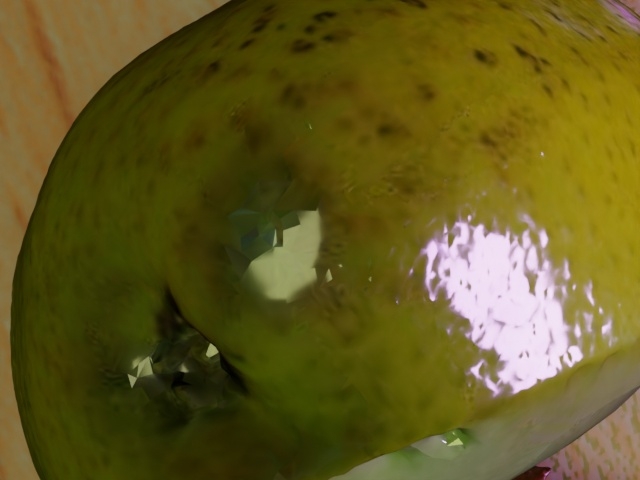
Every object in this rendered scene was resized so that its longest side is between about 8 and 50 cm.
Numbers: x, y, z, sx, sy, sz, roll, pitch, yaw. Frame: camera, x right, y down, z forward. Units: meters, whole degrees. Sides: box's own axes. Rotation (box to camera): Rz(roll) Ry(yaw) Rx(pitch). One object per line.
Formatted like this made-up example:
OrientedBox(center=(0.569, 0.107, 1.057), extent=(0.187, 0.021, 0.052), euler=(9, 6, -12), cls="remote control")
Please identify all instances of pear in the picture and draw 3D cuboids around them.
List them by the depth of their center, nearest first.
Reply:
OrientedBox(center=(0.000, 0.000, 0.770), extent=(0.342, 0.318, 0.239), euler=(-24, 86, 9), cls="pear")

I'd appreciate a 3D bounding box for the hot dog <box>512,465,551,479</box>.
OrientedBox(center=(0.057, 0.177, 0.891), extent=(0.213, 0.103, 0.146), euler=(3, 96, 12), cls="hot dog")
